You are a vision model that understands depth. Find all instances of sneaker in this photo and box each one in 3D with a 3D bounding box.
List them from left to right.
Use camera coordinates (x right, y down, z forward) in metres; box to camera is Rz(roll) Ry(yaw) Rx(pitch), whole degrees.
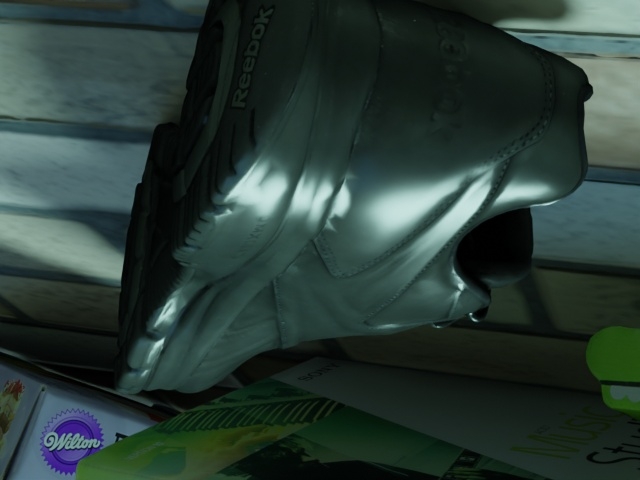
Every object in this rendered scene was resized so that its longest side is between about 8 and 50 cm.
[{"bbox_3d":[0.000,0.000,0.556,0.130,0.109,0.286,10,164,-13],"label":"sneaker"}]

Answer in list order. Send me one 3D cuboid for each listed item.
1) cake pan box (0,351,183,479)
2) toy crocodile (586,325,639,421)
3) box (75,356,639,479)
[{"bbox_3d":[-0.113,0.132,0.967,0.246,0.070,0.267,25,172,-26],"label":"cake pan box"},{"bbox_3d":[0.246,0.047,0.554,0.115,0.105,0.340,23,163,-38],"label":"toy crocodile"},{"bbox_3d":[0.083,0.119,0.730,0.322,0.058,0.232,4,-170,27],"label":"box"}]
